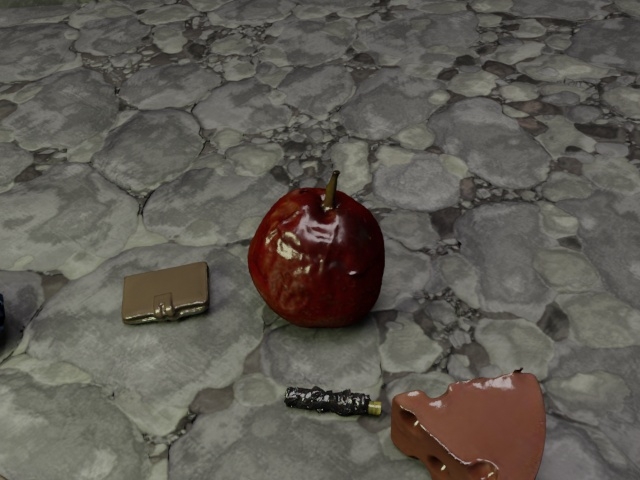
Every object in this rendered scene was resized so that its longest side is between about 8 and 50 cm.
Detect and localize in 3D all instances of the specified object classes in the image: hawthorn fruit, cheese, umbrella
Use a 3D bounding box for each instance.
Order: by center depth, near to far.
[{"bbox_3d":[0.211,0.283,0.893,0.203,0.128,0.177,-8,43,-7],"label":"cheese"},{"bbox_3d":[0.019,0.238,1.020,0.144,0.040,0.037,5,35,7],"label":"umbrella"},{"bbox_3d":[0.000,0.000,1.121,0.230,0.265,0.210,20,29,19],"label":"hawthorn fruit"}]

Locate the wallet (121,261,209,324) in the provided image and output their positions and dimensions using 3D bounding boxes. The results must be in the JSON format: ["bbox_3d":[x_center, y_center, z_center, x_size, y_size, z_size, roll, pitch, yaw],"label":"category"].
[{"bbox_3d":[-0.267,0.093,1.194,0.153,0.038,0.118,-9,41,0],"label":"wallet"}]

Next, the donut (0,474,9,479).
[{"bbox_3d":[-0.487,0.434,0.765,0.383,0.142,0.382,-2,42,2],"label":"donut"}]

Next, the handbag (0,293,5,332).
[{"bbox_3d":[-0.643,0.143,1.113,0.260,0.113,0.162,-16,40,-12],"label":"handbag"}]
